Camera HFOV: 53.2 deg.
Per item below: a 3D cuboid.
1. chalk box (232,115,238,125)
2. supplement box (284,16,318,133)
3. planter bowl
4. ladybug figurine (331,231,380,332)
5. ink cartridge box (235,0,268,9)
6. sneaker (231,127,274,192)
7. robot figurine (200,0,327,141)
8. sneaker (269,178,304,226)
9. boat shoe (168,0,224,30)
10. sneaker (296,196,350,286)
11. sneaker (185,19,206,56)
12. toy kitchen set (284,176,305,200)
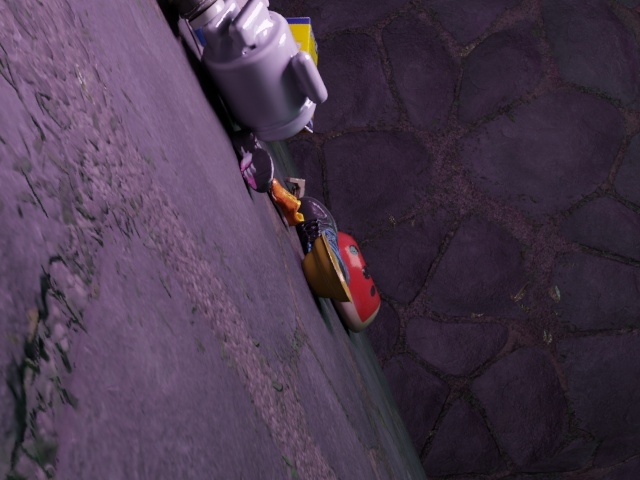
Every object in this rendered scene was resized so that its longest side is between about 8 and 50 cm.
[{"bbox_3d":[-0.145,-0.404,1.623,0.132,0.213,0.132,-114,-179,-65],"label":"chalk box"},{"bbox_3d":[-0.124,-0.583,2.278,0.194,0.195,0.357,52,41,-77],"label":"supplement box"},{"bbox_3d":[0.007,0.091,1.778,0.217,0.090,0.217,-23,90,-87],"label":"planter bowl"},{"bbox_3d":[0.100,0.136,2.339,0.305,0.161,0.449,-107,173,-57],"label":"ladybug figurine"},{"bbox_3d":[-0.274,-0.692,1.616,0.283,0.207,0.117,61,8,-59],"label":"ink cartridge box"},{"bbox_3d":[-0.139,-0.169,1.412,0.077,0.072,0.178,65,5,-54],"label":"sneaker"},{"bbox_3d":[-0.129,-0.364,1.429,0.200,0.299,0.353,-60,146,-26],"label":"robot figurine"},{"bbox_3d":[-0.095,-0.111,1.743,0.175,0.067,0.064,61,8,-45],"label":"sneaker"},{"bbox_3d":[-0.273,-0.525,1.347,0.091,0.109,0.305,49,6,-31],"label":"boat shoe"},{"bbox_3d":[0.000,0.000,2.025,0.341,0.125,0.139,66,8,18],"label":"sneaker"},{"bbox_3d":[-0.266,-0.506,1.532,0.058,0.084,0.152,-56,122,-86],"label":"sneaker"},{"bbox_3d":[-0.112,-0.198,2.454,0.068,0.075,0.083,12,-85,49],"label":"toy kitchen set"}]
